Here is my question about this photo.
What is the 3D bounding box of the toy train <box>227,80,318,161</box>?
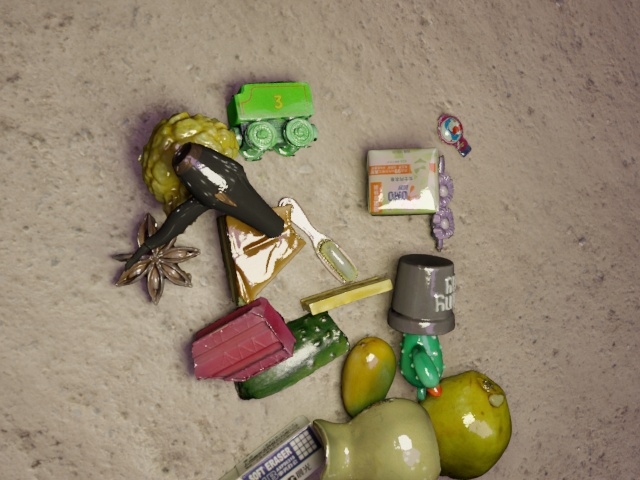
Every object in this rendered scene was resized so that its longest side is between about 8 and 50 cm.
[{"bbox_3d":[-0.127,-0.314,1.307,0.243,0.132,0.188,-10,89,-22],"label":"toy train"}]

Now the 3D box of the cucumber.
[{"bbox_3d":[-0.084,0.311,1.340,0.325,0.105,0.145,-27,100,-15],"label":"cucumber"}]

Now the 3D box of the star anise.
[{"bbox_3d":[-0.394,0.053,1.238,0.197,0.073,0.212,38,81,-13],"label":"star anise"}]

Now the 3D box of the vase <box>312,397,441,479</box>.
[{"bbox_3d":[0.140,0.557,1.320,0.302,0.329,0.241,-7,62,-2],"label":"vase"}]

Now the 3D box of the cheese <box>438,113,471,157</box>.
[{"bbox_3d":[0.414,-0.324,1.548,0.095,0.038,0.145,-44,103,-14],"label":"cheese"}]

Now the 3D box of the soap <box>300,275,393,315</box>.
[{"bbox_3d":[0.073,0.150,1.398,0.252,0.092,0.037,-16,98,-19],"label":"soap"}]

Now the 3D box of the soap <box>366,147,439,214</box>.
[{"bbox_3d":[0.230,-0.160,1.399,0.199,0.138,0.182,-1,92,6],"label":"soap"}]

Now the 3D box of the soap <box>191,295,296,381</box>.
[{"bbox_3d":[-0.206,0.260,1.235,0.250,0.099,0.162,-28,111,13],"label":"soap"}]

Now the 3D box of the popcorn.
[{"bbox_3d":[-0.307,-0.167,1.191,0.236,0.206,0.252,-2,84,-7],"label":"popcorn"}]

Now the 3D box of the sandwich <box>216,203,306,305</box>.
[{"bbox_3d":[-0.144,0.032,1.284,0.198,0.155,0.228,-10,94,-20],"label":"sandwich"}]

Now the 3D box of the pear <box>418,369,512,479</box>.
[{"bbox_3d":[0.405,0.532,1.443,0.269,0.269,0.321,11,105,-20],"label":"pear"}]

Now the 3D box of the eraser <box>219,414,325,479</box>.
[{"bbox_3d":[-0.117,0.607,1.336,0.279,0.081,0.124,-34,101,-17],"label":"eraser"}]

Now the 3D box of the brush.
[{"bbox_3d":[0.002,-0.001,1.389,0.072,0.067,0.313,-43,102,-14],"label":"brush"}]

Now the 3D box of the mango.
[{"bbox_3d":[0.130,0.394,1.413,0.156,0.114,0.251,8,103,-38],"label":"mango"}]

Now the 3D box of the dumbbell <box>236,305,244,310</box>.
[{"bbox_3d":[-0.194,0.232,1.322,0.046,0.052,0.118,-6,92,-61],"label":"dumbbell"}]

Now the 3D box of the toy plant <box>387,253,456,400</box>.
[{"bbox_3d":[0.278,0.248,1.372,0.185,0.279,0.400,-1,103,-12],"label":"toy plant"}]

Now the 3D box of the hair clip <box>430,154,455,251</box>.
[{"bbox_3d":[0.356,-0.108,1.509,0.106,0.084,0.292,-13,99,-43],"label":"hair clip"}]

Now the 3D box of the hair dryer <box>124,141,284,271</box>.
[{"bbox_3d":[-0.283,-0.029,1.112,0.359,0.120,0.303,-37,134,10],"label":"hair dryer"}]
